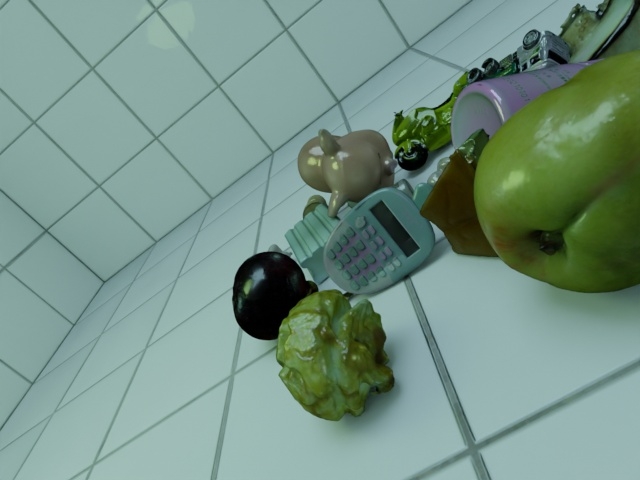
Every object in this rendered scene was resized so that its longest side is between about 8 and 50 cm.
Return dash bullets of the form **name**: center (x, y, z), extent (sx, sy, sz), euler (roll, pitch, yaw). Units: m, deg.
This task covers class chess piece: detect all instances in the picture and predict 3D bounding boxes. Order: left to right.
- **chess piece**: center (-0.010, -0.105, 1.595), extent (0.094, 0.094, 0.170), euler (-35, 18, 14)

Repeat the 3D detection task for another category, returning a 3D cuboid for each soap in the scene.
- **soap**: center (0.000, 0.000, 1.371), extent (0.160, 0.087, 0.265), euler (-39, 22, 1)

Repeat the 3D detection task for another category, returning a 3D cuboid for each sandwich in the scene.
- **sandwich**: center (0.253, -0.070, 0.881), extent (0.063, 0.245, 0.212), euler (-45, 22, -22)

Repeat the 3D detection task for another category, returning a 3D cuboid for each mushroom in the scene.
- **mushroom**: center (0.590, -0.382, 1.020), extent (0.267, 0.164, 0.189), euler (-56, 24, 15)

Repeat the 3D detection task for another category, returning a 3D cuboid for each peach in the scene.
- **peach**: center (0.379, -0.085, 0.650), extent (0.315, 0.281, 0.314), euler (-37, -3, -26)

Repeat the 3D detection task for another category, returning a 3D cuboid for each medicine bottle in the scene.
- **medicine bottle**: center (0.180, -0.094, 1.272), extent (0.140, 0.079, 0.079), euler (-31, 23, 20)
- **medicine bottle**: center (0.403, -0.220, 0.879), extent (0.290, 0.178, 0.178), euler (-16, 17, -15)

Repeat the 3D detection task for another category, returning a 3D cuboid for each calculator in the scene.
- **calculator**: center (0.135, -0.005, 1.046), extent (0.299, 0.185, 0.041), euler (-41, -8, 18)

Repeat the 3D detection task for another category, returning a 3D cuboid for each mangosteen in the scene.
- **mangosteen**: center (-0.109, 0.128, 1.178), extent (0.216, 0.216, 0.216), euler (-34, 23, 16)

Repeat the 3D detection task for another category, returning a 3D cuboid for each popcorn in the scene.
- **popcorn**: center (0.018, 0.191, 0.838), extent (0.183, 0.204, 0.221), euler (-27, 39, 30)

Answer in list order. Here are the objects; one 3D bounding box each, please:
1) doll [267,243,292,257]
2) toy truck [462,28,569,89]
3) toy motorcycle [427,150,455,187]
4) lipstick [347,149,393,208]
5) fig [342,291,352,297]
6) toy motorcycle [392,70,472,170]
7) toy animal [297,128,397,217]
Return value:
- **doll**: center (-0.157, 0.075, 1.523), extent (0.161, 0.059, 0.160), euler (-38, 22, 4)
- **toy truck**: center (0.411, -0.331, 1.028), extent (0.216, 0.110, 0.116), euler (-26, 55, 54)
- **toy motorcycle**: center (0.339, -0.146, 1.025), extent (0.223, 0.108, 0.341), euler (-5, 30, 18)
- **lipstick**: center (0.160, -0.197, 1.532), extent (0.059, 0.059, 0.264), euler (-17, 32, 45)
- **fig**: center (0.107, 0.039, 1.126), extent (0.124, 0.124, 0.236), euler (7, 74, 62)
- **toy motorcycle**: center (0.344, -0.355, 1.433), extent (0.342, 0.142, 0.206), euler (-37, 60, 7)
- **toy animal**: center (0.064, -0.212, 1.377), extent (0.326, 0.237, 0.269), euler (6, 22, 33)
